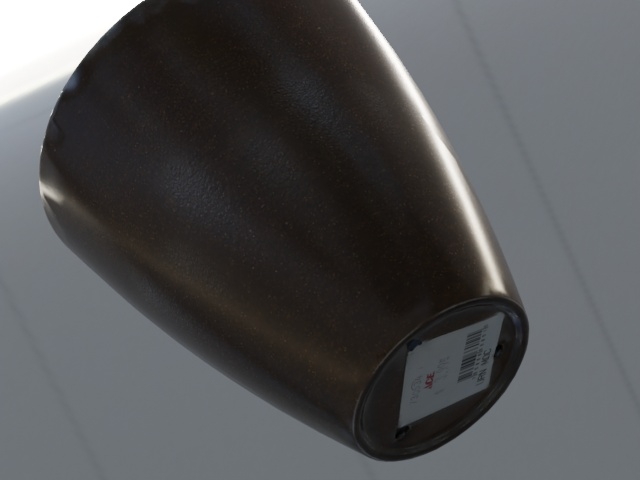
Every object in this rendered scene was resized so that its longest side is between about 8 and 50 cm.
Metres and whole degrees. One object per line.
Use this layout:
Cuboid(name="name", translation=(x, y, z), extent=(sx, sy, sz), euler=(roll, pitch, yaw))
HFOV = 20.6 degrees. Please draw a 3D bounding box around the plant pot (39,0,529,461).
Cuboid(name="plant pot", translation=(0.000, 0.000, 0.931), extent=(0.230, 0.215, 0.215), euler=(47, -61, 37))
